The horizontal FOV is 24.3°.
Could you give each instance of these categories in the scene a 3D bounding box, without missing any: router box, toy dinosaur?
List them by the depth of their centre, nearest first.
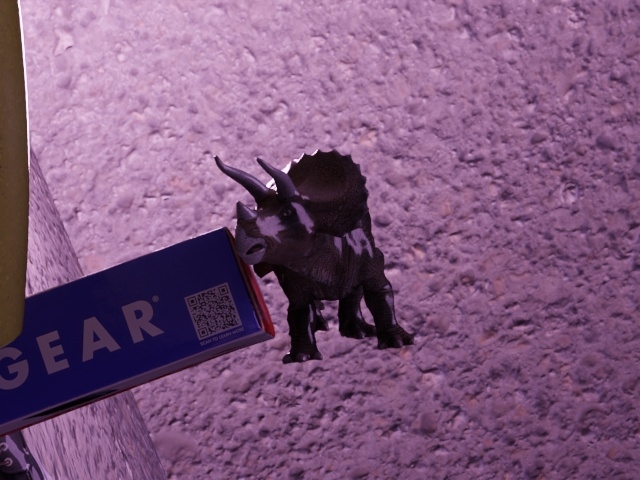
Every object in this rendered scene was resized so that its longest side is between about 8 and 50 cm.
[{"bbox_3d":[0.000,0.000,1.114,0.313,0.121,0.160,-89,172,-83],"label":"toy dinosaur"},{"bbox_3d":[-0.209,0.094,1.178,0.301,0.335,0.082,88,-18,-86],"label":"router box"}]

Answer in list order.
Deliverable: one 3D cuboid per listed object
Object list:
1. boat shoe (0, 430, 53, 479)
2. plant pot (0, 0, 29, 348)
[{"bbox_3d":[-0.320,0.201,1.449,0.076,0.080,0.228,59,8,-70],"label":"boat shoe"},{"bbox_3d":[-0.295,-0.060,0.936,0.275,0.275,0.293,-126,-159,-81],"label":"plant pot"}]
